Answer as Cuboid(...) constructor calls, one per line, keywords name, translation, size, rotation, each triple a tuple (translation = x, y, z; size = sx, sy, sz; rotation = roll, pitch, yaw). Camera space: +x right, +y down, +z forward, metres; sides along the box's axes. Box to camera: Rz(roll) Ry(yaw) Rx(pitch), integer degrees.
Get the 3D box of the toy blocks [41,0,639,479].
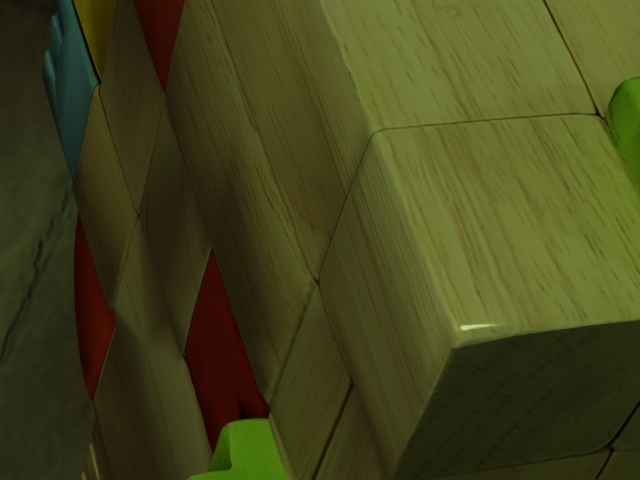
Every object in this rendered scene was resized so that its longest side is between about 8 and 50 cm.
Cuboid(name="toy blocks", translation=(0.000, 0.000, 0.508), size=(0.381, 0.190, 0.261), rotation=(110, 148, -49))
